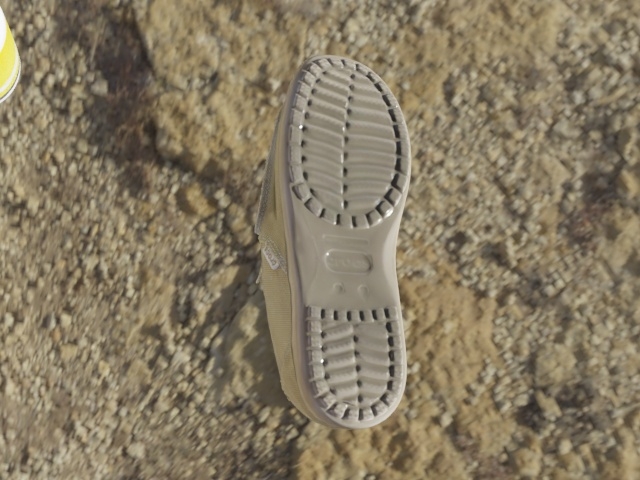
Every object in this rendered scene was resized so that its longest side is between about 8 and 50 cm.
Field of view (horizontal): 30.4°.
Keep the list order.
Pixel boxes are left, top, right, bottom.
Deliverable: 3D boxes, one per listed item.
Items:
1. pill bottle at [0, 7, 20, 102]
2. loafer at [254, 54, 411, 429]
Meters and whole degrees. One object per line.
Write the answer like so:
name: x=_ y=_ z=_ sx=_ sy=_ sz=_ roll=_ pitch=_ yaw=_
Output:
pill bottle: x=-0.229 y=-0.127 z=0.745 sx=0.065 sy=0.116 sz=0.065 roll=1 pitch=80 yaw=-8
loafer: x=0.000 y=0.000 z=0.799 sx=0.102 sy=0.092 sz=0.268 roll=13 pitch=65 yaw=-24
